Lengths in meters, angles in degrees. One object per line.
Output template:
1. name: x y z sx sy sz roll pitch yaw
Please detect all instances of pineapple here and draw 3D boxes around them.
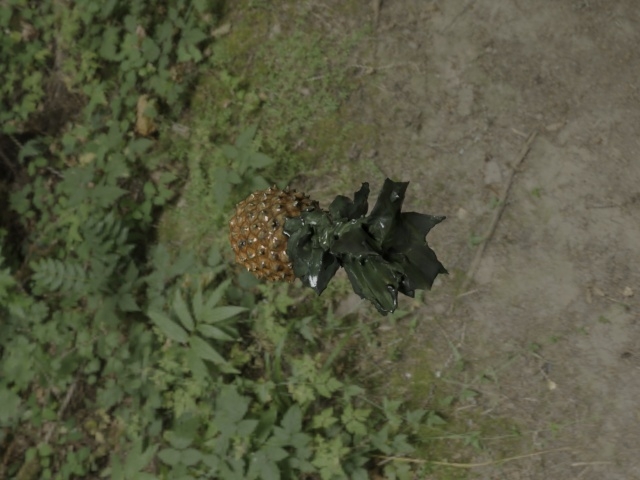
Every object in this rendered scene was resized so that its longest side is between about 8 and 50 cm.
1. pineapple: 0.000 0.000 0.719 0.277 0.130 0.119 3 102 57
